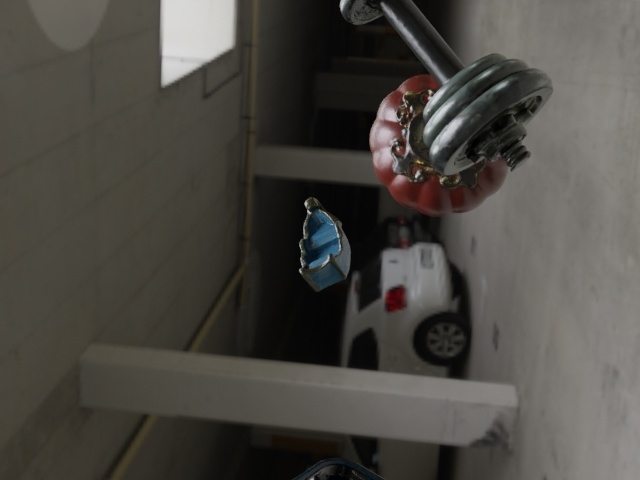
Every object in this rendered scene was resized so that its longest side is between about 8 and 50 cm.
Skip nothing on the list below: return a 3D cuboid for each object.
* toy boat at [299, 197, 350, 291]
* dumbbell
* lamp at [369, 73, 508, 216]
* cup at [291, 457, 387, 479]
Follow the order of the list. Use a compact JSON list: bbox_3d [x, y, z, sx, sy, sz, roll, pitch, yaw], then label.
[{"bbox_3d":[0.000,0.000,1.453,0.077,0.075,0.185,59,-163,-25],"label":"toy boat"},{"bbox_3d":[0.081,-0.158,0.733,0.254,0.110,0.110,54,175,14],"label":"dumbbell"},{"bbox_3d":[0.189,-0.149,1.448,0.227,0.226,0.227,5,-90,-84],"label":"lamp"},{"bbox_3d":[0.032,0.242,0.663,0.131,0.155,0.176,104,178,-45],"label":"cup"}]
